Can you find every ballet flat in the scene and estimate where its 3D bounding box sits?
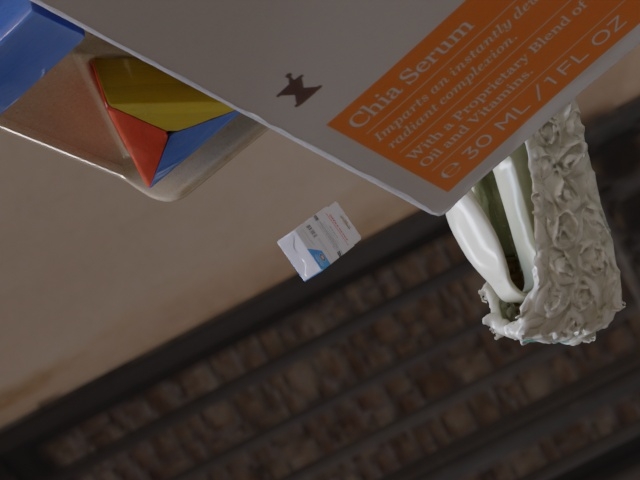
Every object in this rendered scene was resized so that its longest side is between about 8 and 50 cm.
[{"bbox_3d":[0.152,-0.101,1.397,0.147,0.147,0.409,5,-111,-83],"label":"ballet flat"}]

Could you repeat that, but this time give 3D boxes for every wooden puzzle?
[{"bbox_3d":[-0.118,-0.159,1.086,0.348,0.322,0.080,27,-145,-44],"label":"wooden puzzle"}]

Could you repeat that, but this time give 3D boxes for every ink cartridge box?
[{"bbox_3d":[0.000,0.000,1.597,0.048,0.028,0.083,56,-143,-2],"label":"ink cartridge box"}]

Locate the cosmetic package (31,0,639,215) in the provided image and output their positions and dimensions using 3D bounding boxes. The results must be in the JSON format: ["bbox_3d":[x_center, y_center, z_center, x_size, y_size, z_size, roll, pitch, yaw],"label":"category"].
[{"bbox_3d":[-0.012,-0.200,0.845,0.453,0.230,0.161,24,-149,-47],"label":"cosmetic package"}]
